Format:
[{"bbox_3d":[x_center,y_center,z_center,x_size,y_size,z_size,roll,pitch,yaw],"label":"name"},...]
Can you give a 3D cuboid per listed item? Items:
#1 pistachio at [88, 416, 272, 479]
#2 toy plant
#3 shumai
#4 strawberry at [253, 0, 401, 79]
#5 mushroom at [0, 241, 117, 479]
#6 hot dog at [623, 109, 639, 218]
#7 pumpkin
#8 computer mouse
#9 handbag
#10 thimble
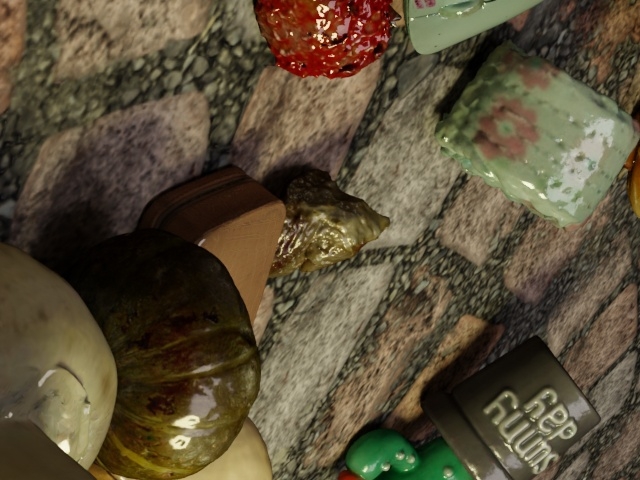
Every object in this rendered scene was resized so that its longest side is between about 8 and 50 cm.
[{"bbox_3d":[-0.160,0.234,1.550,0.299,0.187,0.187,17,108,-56],"label":"pistachio"},{"bbox_3d":[0.173,0.298,2.159,0.400,0.185,0.279,-38,146,3],"label":"toy plant"},{"bbox_3d":[-0.010,-0.005,1.602,0.139,0.105,0.123,15,107,-53],"label":"shumai"},{"bbox_3d":[0.013,-0.208,1.418,0.140,0.085,0.192,-37,147,-25],"label":"strawberry"},{"bbox_3d":[-0.256,0.167,1.165,0.314,0.336,0.314,-28,140,-27],"label":"mushroom"},{"bbox_3d":[0.506,-0.143,2.151,0.256,0.150,0.153,-28,120,26],"label":"hot dog"},{"bbox_3d":[-0.138,0.097,1.372,0.162,0.219,0.219,-8,129,-48],"label":"pumpkin"},{"bbox_3d":[0.203,-0.289,1.606,0.288,0.097,0.159,-41,152,-24],"label":"computer mouse"},{"bbox_3d":[-0.117,0.037,1.512,0.151,0.072,0.193,-24,143,-44],"label":"handbag"},{"bbox_3d":[0.235,-0.116,1.777,0.211,0.185,0.149,31,94,-28],"label":"thimble"}]
